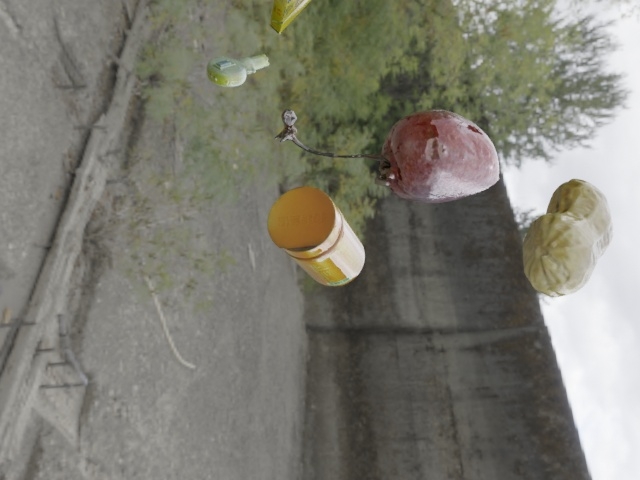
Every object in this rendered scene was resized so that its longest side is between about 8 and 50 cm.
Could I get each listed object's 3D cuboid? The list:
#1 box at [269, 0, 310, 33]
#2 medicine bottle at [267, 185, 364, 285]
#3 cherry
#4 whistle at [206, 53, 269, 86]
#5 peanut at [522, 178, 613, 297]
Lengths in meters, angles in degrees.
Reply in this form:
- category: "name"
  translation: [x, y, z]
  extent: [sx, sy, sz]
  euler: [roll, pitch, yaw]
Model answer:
- category: "box"
  translation: [-0.040, -0.557, 1.476]
  extent: [0.153, 0.041, 0.279]
  euler: [-50, -178, -10]
- category: "medicine bottle"
  translation: [0.000, 0.000, 0.986]
  extent: [0.192, 0.096, 0.096]
  euler: [47, 37, -67]
- category: "cherry"
  translation: [0.068, -0.090, 0.675]
  extent: [0.107, 0.225, 0.090]
  euler: [151, -50, -83]
- category: "whistle"
  translation: [-0.212, -0.457, 1.810]
  extent: [0.198, 0.104, 0.057]
  euler: [-32, 146, -40]
- category: "peanut"
  translation: [0.482, -0.009, 1.335]
  extent: [0.305, 0.147, 0.147]
  euler: [-43, 138, -38]
